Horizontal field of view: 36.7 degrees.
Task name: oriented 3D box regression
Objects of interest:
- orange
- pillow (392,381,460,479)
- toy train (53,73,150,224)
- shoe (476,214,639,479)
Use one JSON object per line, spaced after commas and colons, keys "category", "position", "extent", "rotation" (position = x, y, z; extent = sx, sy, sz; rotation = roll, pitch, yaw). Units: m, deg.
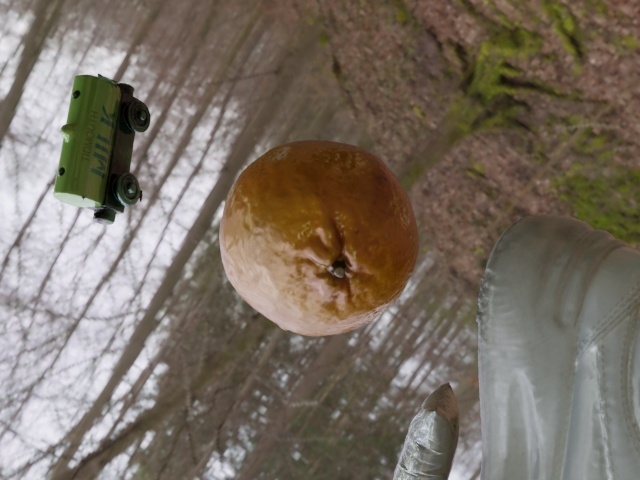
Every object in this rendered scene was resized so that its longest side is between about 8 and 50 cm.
{"category": "orange", "position": [-0.002, -0.001, 0.850], "extent": [0.177, 0.177, 0.155], "rotation": [36, -158, 3]}
{"category": "pillow", "position": [0.152, 0.347, 1.451], "extent": [0.078, 0.254, 0.144], "rotation": [18, -172, 17]}
{"category": "toy train", "position": [-0.374, -0.160, 1.622], "extent": [0.105, 0.253, 0.157], "rotation": [-2, 164, 32]}
{"category": "shoe", "position": [0.158, 0.138, 0.460], "extent": [0.159, 0.316, 0.124], "rotation": [-6, 169, 40]}
